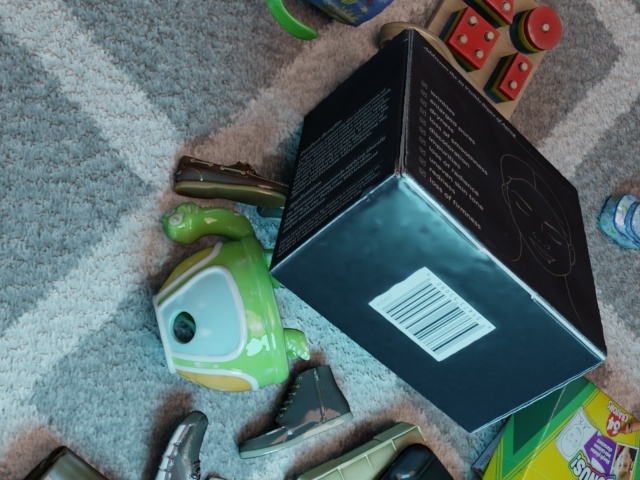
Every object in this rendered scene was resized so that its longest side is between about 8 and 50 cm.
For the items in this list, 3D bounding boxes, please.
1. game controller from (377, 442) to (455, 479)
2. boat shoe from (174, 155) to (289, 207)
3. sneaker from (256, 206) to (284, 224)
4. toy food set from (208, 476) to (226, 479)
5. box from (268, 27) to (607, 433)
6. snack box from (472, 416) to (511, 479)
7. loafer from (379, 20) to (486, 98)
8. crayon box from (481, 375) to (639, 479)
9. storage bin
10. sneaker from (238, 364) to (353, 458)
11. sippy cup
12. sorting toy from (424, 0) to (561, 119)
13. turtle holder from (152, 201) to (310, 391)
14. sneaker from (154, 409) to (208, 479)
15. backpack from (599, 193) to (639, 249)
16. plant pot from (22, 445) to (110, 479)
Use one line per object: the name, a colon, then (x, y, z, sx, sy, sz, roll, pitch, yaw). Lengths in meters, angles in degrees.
game controller: (0.219, 0.527, 1.819, 0.319, 0.067, 0.166, 54, 54, -17)
boat shoe: (-0.149, -0.106, 1.719, 0.207, 0.073, 0.073, 10, 68, -2)
sneaker: (0.000, 0.000, 1.814, 0.271, 0.100, 0.108, 26, 84, -25)
toy food set: (-0.094, 0.561, 1.689, 0.219, 0.306, 0.092, -69, 157, -10)
box: (0.205, -0.024, 1.682, 0.480, 0.297, 0.471, 40, 34, -21)
snack box: (0.391, 0.451, 2.044, 0.141, 0.037, 0.100, -46, 108, -20)
loafer: (0.213, -0.319, 1.914, 0.268, 0.102, 0.092, 36, 69, -23)
crayon box: (0.516, 0.467, 2.035, 0.363, 0.106, 0.313, 37, 73, -34)
storage bin: (0.098, 0.505, 1.852, 0.262, 0.123, 0.260, -22, 99, -24)
sneaker: (-0.061, 0.314, 1.807, 0.222, 0.083, 0.118, -20, 80, -18)
sippy cup: (0.029, -0.510, 1.766, 0.305, 0.240, 0.224, -44, 123, 13)
sorting toy: (0.359, -0.418, 1.993, 0.257, 0.089, 0.255, 36, 75, -22)
turtle holder: (-0.164, 0.100, 1.655, 0.227, 0.243, 0.320, -13, 106, -9)
sneaker: (-0.205, 0.442, 1.675, 0.163, 0.106, 0.281, 21, 89, 13)
backpack: (0.678, -0.046, 2.159, 0.114, 0.084, 0.105, 31, 75, -21)
plant pot: (-0.399, 0.430, 1.589, 0.165, 0.167, 0.167, 46, 71, -11)
